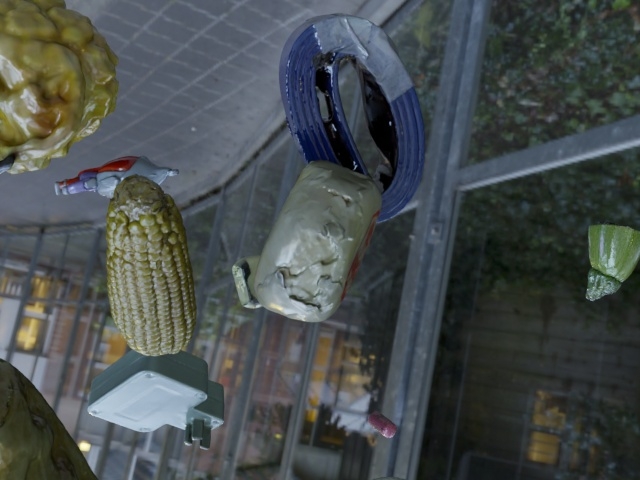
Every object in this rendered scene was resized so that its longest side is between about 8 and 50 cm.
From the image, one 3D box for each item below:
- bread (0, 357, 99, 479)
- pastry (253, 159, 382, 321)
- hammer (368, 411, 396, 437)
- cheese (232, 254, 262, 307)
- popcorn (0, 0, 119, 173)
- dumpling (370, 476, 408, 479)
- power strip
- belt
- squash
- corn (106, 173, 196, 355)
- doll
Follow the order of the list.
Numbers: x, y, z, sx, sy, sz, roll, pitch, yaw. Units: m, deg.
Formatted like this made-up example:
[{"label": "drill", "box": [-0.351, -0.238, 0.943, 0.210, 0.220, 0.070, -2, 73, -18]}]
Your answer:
[{"label": "bread", "box": [-0.215, 0.194, 0.519, 0.152, 0.267, 0.130, -2, -153, 44]}, {"label": "pastry", "box": [-0.001, 0.002, 1.139, 0.133, 0.264, 0.265, 24, 171, 10]}, {"label": "hammer", "box": [0.149, 0.443, 1.837, 0.043, 0.043, 0.083, 18, -178, -34]}, {"label": "cheese", "box": [-0.102, 0.086, 1.910, 0.252, 0.127, 0.054, -13, 178, -42]}, {"label": "popcorn", "box": [-0.526, -0.251, 1.320, 0.349, 0.381, 0.349, -1, 138, -1]}, {"label": "dumpling", "box": [0.152, 0.471, 1.314, 0.229, 0.151, 0.124, -7, 130, 1]}, {"label": "power strip", "box": [-0.324, 0.343, 1.603, 0.229, 0.141, 0.261, -35, 131, 30]}, {"label": "belt", "box": [0.055, -0.204, 1.281, 0.213, 0.346, 0.117, -20, -161, -2]}, {"label": "squash", "box": [0.508, 0.043, 1.333, 0.105, 0.132, 0.105, 14, 173, 2]}, {"label": "corn", "box": [-0.230, 0.049, 1.028, 0.119, 0.119, 0.321, 10, 135, 7]}, {"label": "doll", "box": [-0.359, -0.110, 1.358, 0.228, 0.075, 0.102, -6, -166, 9]}]
